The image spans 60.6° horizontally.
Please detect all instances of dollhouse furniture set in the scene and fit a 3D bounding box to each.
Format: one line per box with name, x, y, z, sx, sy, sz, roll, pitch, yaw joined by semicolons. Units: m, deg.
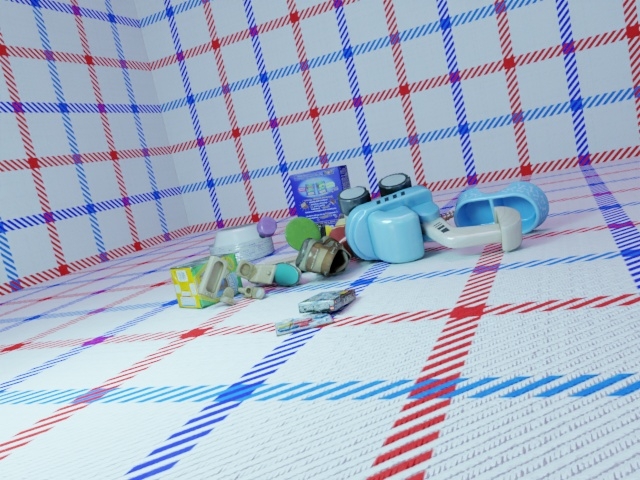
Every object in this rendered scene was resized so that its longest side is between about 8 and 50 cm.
dollhouse furniture set;-0.236;0.111;1.559;0.151;0.144;0.123;27;-17;-35

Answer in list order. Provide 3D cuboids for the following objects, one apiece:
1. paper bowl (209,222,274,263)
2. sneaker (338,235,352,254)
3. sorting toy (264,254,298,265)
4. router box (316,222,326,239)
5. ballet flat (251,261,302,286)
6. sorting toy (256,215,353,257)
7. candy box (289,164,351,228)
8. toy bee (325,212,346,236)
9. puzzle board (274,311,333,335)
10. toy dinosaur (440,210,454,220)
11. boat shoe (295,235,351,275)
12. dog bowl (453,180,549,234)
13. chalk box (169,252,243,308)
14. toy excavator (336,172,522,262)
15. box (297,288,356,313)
paper bowl;-0.356;0.010;2.444;0.284;0.148;0.284;-11;7;1
sneaker;0.146;-0.037;1.926;0.221;0.087;0.128;-24;34;-7
sorting toy;-0.102;0.086;1.890;0.193;0.038;0.208;-13;5;-4
router box;0.000;0.000;2.059;0.038;0.122;0.092;-6;9;11
ballet flat;-0.128;0.109;1.712;0.221;0.077;0.079;-6;-10;37
sorting toy;-0.053;0.002;1.939;0.366;0.127;0.126;12;-24;-13
candy box;0.016;-0.180;2.600;0.268;0.317;0.122;-6;8;28
toy bee;0.094;-0.056;2.184;0.195;0.162;0.298;-14;8;2
puzzle board;-0.039;0.183;1.231;0.128;0.011;0.096;-12;8;-5
toy dinosaur;0.319;-0.046;1.966;0.322;0.164;0.218;4;36;13
boat shoe;0.029;0.060;1.690;0.120;0.122;0.324;20;9;16
dog bowl;0.561;-0.088;1.736;0.297;0.166;0.074;-6;21;35
chalk box;-0.334;0.118;1.708;0.132;0.132;0.213;-5;9;46
toy excavator;0.312;-0.035;1.648;0.433;0.222;0.445;-19;29;-9
box;0.018;0.145;1.312;0.094;0.027;0.137;-9;3;26
